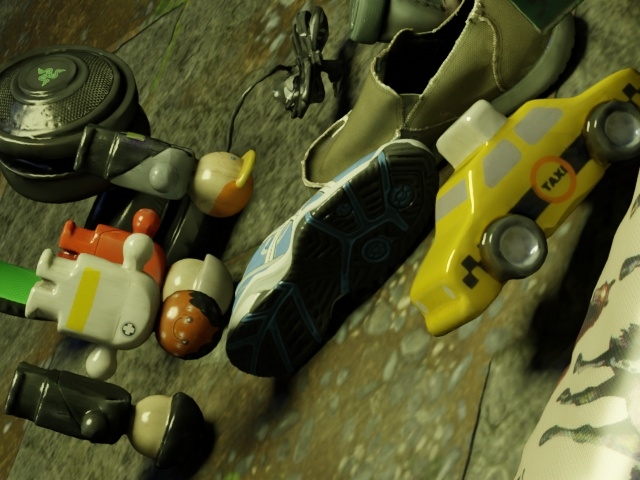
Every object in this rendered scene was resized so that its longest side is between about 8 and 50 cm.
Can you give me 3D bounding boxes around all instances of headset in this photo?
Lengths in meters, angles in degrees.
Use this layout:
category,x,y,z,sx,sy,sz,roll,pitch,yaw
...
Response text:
category,x,y,z,sx,sy,sz,roll,pitch,yaw
headset,-0.169,-0.074,1.475,0.394,0.243,0.185,-19,39,25

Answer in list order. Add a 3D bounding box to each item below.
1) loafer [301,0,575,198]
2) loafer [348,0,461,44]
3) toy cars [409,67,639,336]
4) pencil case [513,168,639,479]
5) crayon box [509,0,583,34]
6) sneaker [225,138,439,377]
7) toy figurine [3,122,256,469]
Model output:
category,x,y,z,sx,sy,sz,roll,pitch,yaw
loafer,0.064,-0.106,1.238,0.251,0.087,0.094,-37,33,37
loafer,0.070,-0.236,1.413,0.267,0.084,0.096,-85,5,-50
toy cars,0.175,-0.106,0.976,0.394,0.087,0.176,-45,2,24
pencil case,0.178,0.072,0.747,0.410,0.160,0.183,-65,6,-16
crayon box,0.183,-0.257,1.076,0.202,0.081,0.318,-42,12,20
sneaker,0.000,0.000,1.242,0.211,0.080,0.081,-46,29,23
toy figurine,-0.131,0.039,1.301,0.209,0.148,0.213,112,173,-48
